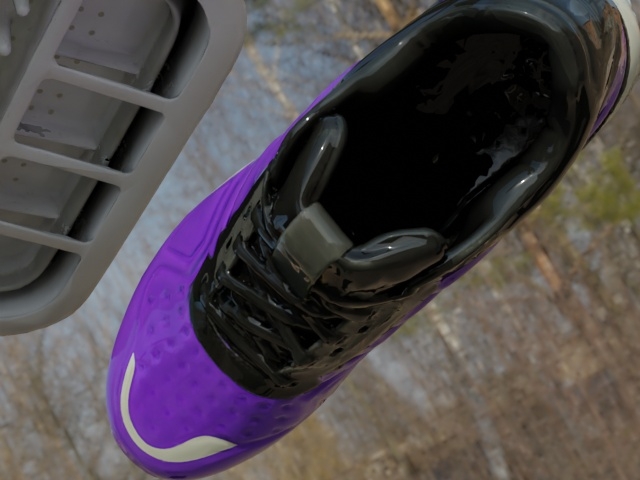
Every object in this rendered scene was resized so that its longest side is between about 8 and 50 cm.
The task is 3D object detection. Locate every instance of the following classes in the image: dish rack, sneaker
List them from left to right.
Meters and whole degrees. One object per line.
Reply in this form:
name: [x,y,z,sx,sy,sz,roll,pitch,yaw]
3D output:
dish rack: [-0.233,-0.081,0.614,0.333,0.072,0.285,11,-46,-31]
sneaker: [0.000,-0.001,0.508,0.293,0.102,0.146,-46,-1,17]
